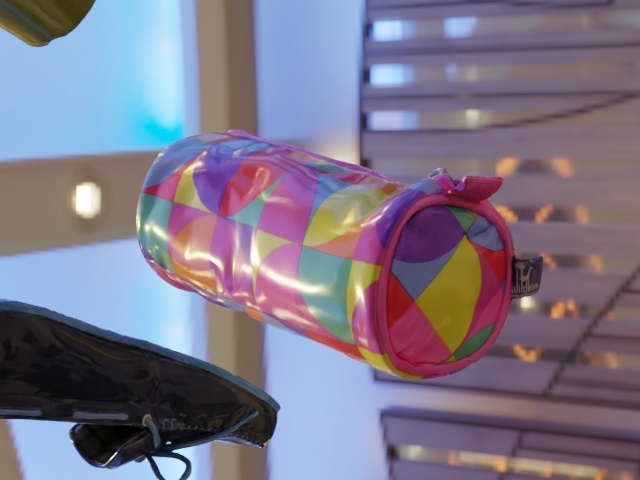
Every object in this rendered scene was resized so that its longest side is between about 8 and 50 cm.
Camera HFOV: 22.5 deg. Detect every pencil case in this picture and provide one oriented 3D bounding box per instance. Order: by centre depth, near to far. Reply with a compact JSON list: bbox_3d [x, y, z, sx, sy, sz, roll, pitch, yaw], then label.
[{"bbox_3d":[0.000,0.000,0.827,0.104,0.236,0.104,-9,-76,-37],"label":"pencil case"}]

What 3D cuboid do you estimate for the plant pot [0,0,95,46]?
[{"bbox_3d":[-0.149,-0.135,0.769,0.079,0.083,0.083,43,-123,-41],"label":"plant pot"}]

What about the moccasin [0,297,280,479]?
[{"bbox_3d":[-0.188,0.144,1.409,0.342,0.138,0.116,21,-106,-35],"label":"moccasin"}]
